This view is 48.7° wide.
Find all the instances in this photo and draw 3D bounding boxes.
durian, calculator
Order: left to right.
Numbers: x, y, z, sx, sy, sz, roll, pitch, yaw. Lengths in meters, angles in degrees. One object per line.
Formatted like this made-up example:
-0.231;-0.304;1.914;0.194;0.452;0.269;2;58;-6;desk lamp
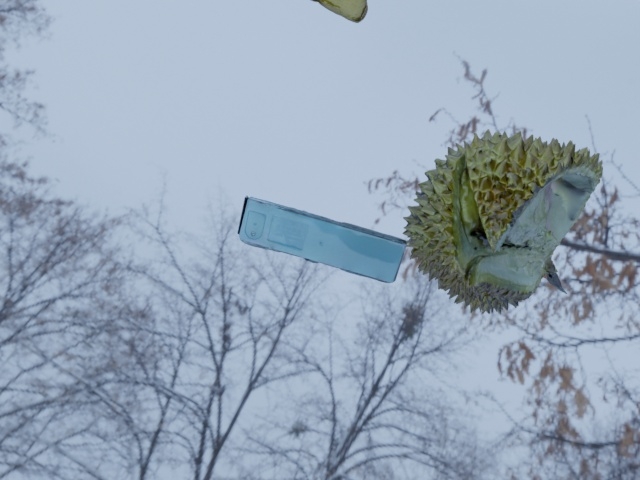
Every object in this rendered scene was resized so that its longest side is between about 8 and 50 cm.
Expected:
0.000;0.000;0.729;0.172;0.018;0.057;16;-58;3;calculator
0.176;-0.023;0.707;0.138;0.193;0.237;34;-6;36;durian

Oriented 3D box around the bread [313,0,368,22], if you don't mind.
-0.003;-0.488;1.198;0.233;0.088;0.160;24;-49;-4;bread
